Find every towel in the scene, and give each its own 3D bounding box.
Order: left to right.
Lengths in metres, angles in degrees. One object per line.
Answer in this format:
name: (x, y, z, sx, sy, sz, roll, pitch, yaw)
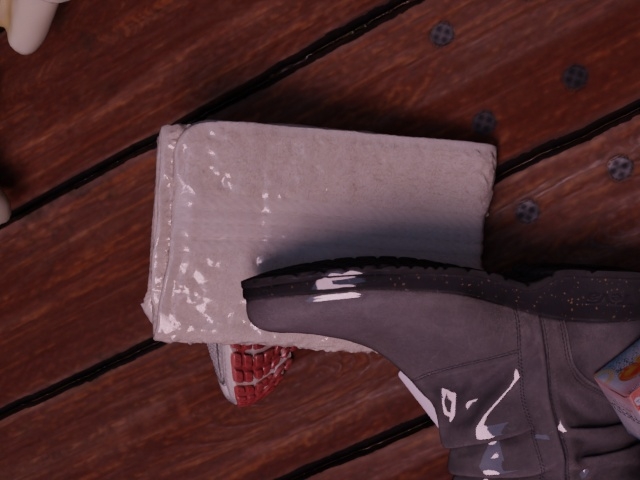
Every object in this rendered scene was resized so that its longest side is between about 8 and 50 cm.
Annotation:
towel: (0.000, 0.000, 1.028, 0.282, 0.049, 0.187, 5, 93, -8)

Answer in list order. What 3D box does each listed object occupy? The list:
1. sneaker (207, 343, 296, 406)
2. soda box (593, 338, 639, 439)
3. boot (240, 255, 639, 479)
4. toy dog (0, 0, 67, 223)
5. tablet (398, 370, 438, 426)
sneaker: (-0.083, 0.034, 1.102, 0.093, 0.088, 0.225, -7, 93, 42)
soda box: (0.299, 0.076, 0.936, 0.183, 0.058, 0.063, -36, 107, -6)
boot: (0.103, 0.127, 0.965, 0.338, 0.118, 0.222, 3, 93, -5)
toy dog: (-0.366, -0.266, 1.102, 0.395, 0.284, 0.408, 40, 109, 50)
tablet: (0.111, 0.131, 1.072, 0.054, 0.006, 0.083, -40, 80, 16)
